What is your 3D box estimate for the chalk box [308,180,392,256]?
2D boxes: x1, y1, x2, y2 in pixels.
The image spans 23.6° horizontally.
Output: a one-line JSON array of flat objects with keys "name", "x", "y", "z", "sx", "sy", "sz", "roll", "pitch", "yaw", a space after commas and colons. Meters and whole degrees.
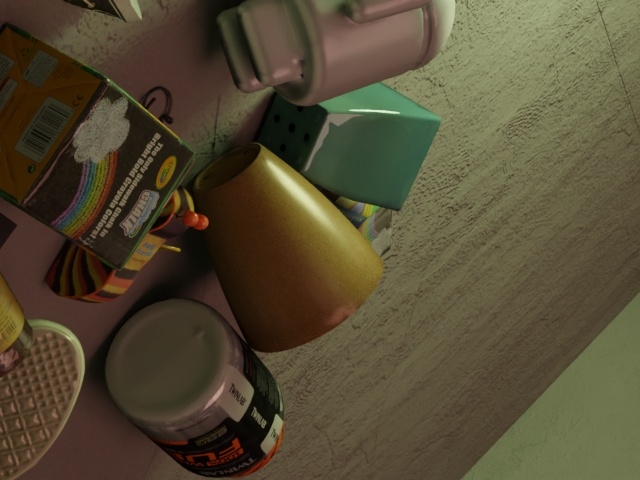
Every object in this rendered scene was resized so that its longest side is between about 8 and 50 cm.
[{"name": "chalk box", "x": 0.000, "y": 0.000, "z": 2.484, "sx": 0.213, "sy": 0.132, "sz": 0.132, "roll": -40, "pitch": 149, "yaw": -30}]

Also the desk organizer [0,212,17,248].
[{"name": "desk organizer", "x": -0.423, "y": -0.034, "z": 1.828, "sx": 0.047, "sy": 0.050, "sz": 0.130, "roll": -55, "pitch": 153, "yaw": -7}]

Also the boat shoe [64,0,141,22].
[{"name": "boat shoe", "x": -0.274, "y": -0.310, "z": 1.780, "sx": 0.070, "sy": 0.077, "sz": 0.219, "roll": -23, "pitch": 157, "yaw": 8}]

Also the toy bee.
[{"name": "toy bee", "x": -0.239, "y": -0.029, "z": 2.022, "sx": 0.195, "sy": 0.162, "sz": 0.298, "roll": -14, "pitch": 130, "yaw": -51}]

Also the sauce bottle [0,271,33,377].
[{"name": "sauce bottle", "x": -0.436, "y": 0.008, "z": 1.714, "sx": 0.111, "sy": 0.111, "sz": 0.344, "roll": -43, "pitch": 132, "yaw": -27}]

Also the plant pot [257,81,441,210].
[{"name": "plant pot", "x": 0.030, "y": -0.161, "z": 2.339, "sx": 0.234, "sy": 0.165, "sz": 0.165, "roll": 5, "pitch": 114, "yaw": -52}]

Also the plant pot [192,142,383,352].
[{"name": "plant pot", "x": -0.073, "y": -0.006, "z": 2.234, "sx": 0.237, "sy": 0.237, "sz": 0.254, "roll": -45, "pitch": 116, "yaw": -24}]

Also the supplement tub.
[{"name": "supplement tub", "x": -0.179, "y": 0.239, "z": 2.349, "sx": 0.207, "sy": 0.207, "sz": 0.338, "roll": -52, "pitch": 152, "yaw": -11}]

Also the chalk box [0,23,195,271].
[{"name": "chalk box", "x": -0.290, "y": -0.096, "z": 1.832, "sx": 0.180, "sy": 0.179, "sz": 0.289, "roll": -57, "pitch": 150, "yaw": -6}]

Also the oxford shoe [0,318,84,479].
[{"name": "oxford shoe", "x": -0.455, "y": 0.266, "z": 1.939, "sx": 0.449, "sy": 0.169, "sz": 0.130, "roll": -53, "pitch": -167, "yaw": 16}]

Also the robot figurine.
[{"name": "robot figurine", "x": 0.038, "y": -0.307, "z": 2.095, "sx": 0.353, "sy": 0.300, "sz": 0.199, "roll": -21, "pitch": 101, "yaw": -26}]
